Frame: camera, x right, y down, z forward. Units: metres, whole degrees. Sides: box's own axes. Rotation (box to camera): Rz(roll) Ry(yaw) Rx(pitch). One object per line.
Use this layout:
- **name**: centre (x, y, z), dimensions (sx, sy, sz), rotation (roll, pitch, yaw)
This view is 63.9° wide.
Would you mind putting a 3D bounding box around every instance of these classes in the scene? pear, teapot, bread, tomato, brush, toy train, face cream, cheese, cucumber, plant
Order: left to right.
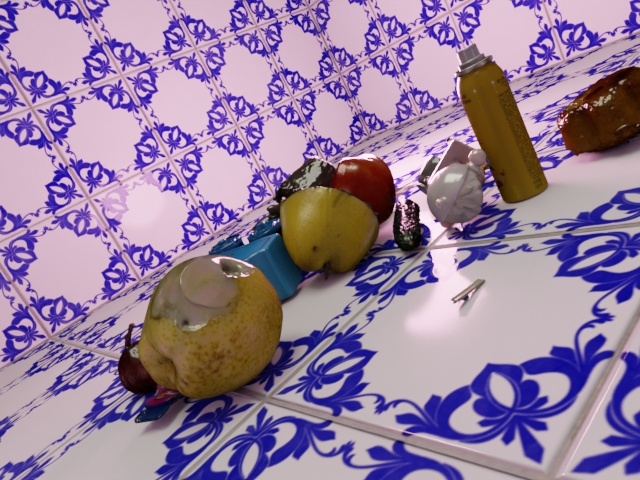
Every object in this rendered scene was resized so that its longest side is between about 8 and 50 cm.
- **cheese**: centre (-0.286, 0.282, 1.052), dimensions (0.155, 0.062, 0.244), rotation (-18, 17, 28)
- **pear**: centre (-0.204, 0.160, 0.956), dimensions (0.271, 0.271, 0.271), rotation (-26, 13, 7)
- **toy train**: centre (-0.204, 0.087, 1.369), dimensions (0.300, 0.188, 0.265), rotation (-20, 20, 25)
- **plant**: centre (-0.067, -0.103, 1.621), dimensions (0.194, 0.181, 0.321), rotation (29, 78, 45)
- **pear**: centre (0.002, 0.000, 1.260), dimensions (0.267, 0.267, 0.178), rotation (-17, 36, 37)
- **tomato**: centre (0.131, -0.123, 1.361), dimensions (0.139, 0.200, 0.233), rotation (13, 24, 29)
- **cucumber**: centre (0.207, -0.034, 1.240), dimensions (0.072, 0.072, 0.300), rotation (-23, 14, 17)
- **teapot**: centre (0.339, -0.167, 1.463), dimensions (0.108, 0.111, 0.149), rotation (-53, 46, 4)
- **brush**: centre (0.246, 0.085, 0.852), dimensions (0.083, 0.013, 0.016), rotation (-28, 16, -36)
- **face cream**: centre (0.386, -0.258, 1.125), dimensions (0.105, 0.349, 0.105), rotation (-26, 14, 7)
- **bread**: centre (0.654, -0.285, 1.172), dimensions (0.232, 0.135, 0.246), rotation (-33, 8, 48)

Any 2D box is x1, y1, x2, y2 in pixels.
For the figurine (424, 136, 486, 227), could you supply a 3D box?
- **figurine**: centre (0.305, -0.127, 1.151), dimensions (0.182, 0.144, 0.257), rotation (-42, 10, 25)

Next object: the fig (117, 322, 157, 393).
- **fig**: centre (-0.399, 0.278, 1.161), dimensions (0.128, 0.150, 0.128), rotation (1, 43, -1)

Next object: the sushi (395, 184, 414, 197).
- **sushi**: centre (0.095, -0.135, 1.770), dimensions (0.373, 0.100, 0.296), rotation (-35, 15, -27)

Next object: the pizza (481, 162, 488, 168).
- **pizza**: centre (0.461, -0.222, 1.541), dimensions (0.083, 0.025, 0.078), rotation (-26, 16, 9)

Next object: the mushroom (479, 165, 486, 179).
- **mushroom**: centre (0.394, -0.149, 1.356), dimensions (0.061, 0.060, 0.187), rotation (-1, 34, 30)
